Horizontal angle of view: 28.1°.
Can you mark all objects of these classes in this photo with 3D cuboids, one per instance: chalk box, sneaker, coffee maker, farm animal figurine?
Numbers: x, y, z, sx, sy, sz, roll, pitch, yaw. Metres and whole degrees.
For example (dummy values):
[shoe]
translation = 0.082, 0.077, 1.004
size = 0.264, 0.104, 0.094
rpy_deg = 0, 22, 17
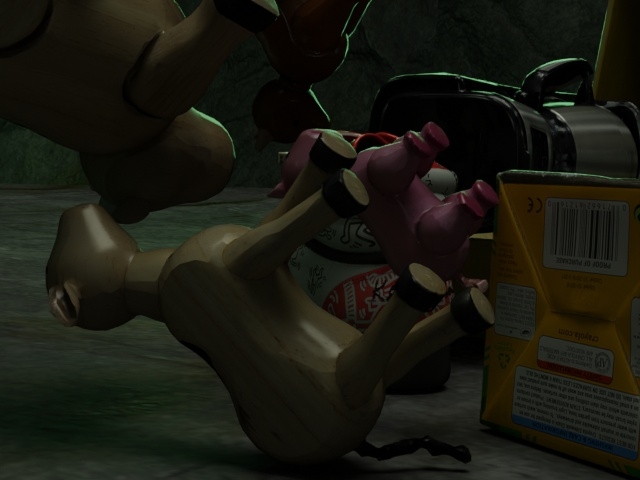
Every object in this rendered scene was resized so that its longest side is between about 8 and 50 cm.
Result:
[chalk box]
translation = 0.203, 0.037, 0.639
size = 0.213, 0.132, 0.132
rpy_deg = 1, 4, -34
[sneaker]
translation = 0.001, 0.000, 0.824
size = 0.090, 0.145, 0.270
rpy_deg = 1, 5, -28
[coffee maker]
translation = 0.112, -0.050, 0.883
size = 0.171, 0.120, 0.178
rpy_deg = -23, -15, 39
[farm animal figurine]
translation = -0.084, -0.061, 0.605
size = 0.326, 0.172, 0.330
rpy_deg = 34, 28, -28

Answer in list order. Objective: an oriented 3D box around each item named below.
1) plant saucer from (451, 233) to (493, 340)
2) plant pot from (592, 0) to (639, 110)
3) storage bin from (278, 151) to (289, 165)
[plant saucer]
translation = 0.216, 0.031, 1.017
size = 0.332, 0.081, 0.333
rpy_deg = 4, 6, 5
[plant pot]
translation = 0.339, -0.088, 0.954
size = 0.212, 0.212, 0.187
rpy_deg = 8, -6, 39
[storage bin]
translation = 0.100, -0.033, 1.429
size = 0.260, 0.123, 0.262
rpy_deg = 4, 4, 8
